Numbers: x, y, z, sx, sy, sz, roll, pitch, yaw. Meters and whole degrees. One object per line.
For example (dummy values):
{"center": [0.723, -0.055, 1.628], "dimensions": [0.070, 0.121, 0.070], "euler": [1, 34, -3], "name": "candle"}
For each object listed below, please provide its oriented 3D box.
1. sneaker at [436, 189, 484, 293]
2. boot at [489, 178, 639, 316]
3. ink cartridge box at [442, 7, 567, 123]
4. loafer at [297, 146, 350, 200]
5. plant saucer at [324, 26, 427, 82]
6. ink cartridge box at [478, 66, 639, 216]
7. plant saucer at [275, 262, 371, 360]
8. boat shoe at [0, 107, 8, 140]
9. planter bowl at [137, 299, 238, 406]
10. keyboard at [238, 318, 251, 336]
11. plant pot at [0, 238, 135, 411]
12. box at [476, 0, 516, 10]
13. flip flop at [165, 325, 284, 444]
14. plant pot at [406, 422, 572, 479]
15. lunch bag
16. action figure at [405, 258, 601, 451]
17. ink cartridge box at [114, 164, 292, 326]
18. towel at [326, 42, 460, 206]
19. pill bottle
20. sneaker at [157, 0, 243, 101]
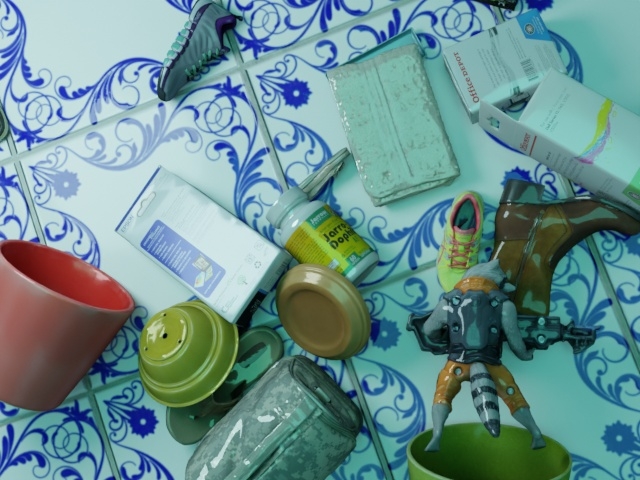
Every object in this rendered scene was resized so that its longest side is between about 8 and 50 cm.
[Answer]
{"center": [0.256, 0.005, 1.746], "dimensions": [0.082, 0.094, 0.208], "euler": [5, 87, 7], "name": "sneaker"}
{"center": [0.425, 0.049, 1.717], "dimensions": [0.264, 0.096, 0.280], "euler": [14, 87, 9], "name": "boot"}
{"center": [0.340, -0.322, 1.769], "dimensions": [0.191, 0.082, 0.139], "euler": [-23, 77, 7], "name": "ink cartridge box"}
{"center": [0.012, -0.127, 1.825], "dimensions": [0.125, 0.045, 0.039], "euler": [-39, 97, 10], "name": "loafer"}
{"center": [0.107, -0.338, 1.841], "dimensions": [0.192, 0.018, 0.067], "euler": [-27, 81, 4], "name": "plant saucer"}
{"center": [0.459, -0.183, 1.676], "dimensions": [0.354, 0.207, 0.119], "euler": [32, 89, 10], "name": "ink cartridge box"}
{"center": [-0.003, 0.137, 1.741], "dimensions": [0.200, 0.037, 0.199], "euler": [17, 125, 26], "name": "plant saucer"}
{"center": [-0.722, -0.292, 1.930], "dimensions": [0.080, 0.073, 0.223], "euler": [-38, 80, 3], "name": "boat shoe"}
{"center": [-0.267, 0.191, 1.763], "dimensions": [0.217, 0.090, 0.217], "euler": [-12, 57, 20], "name": "planter bowl"}
{"center": [-0.183, 0.148, 1.834], "dimensions": [0.108, 0.023, 0.180], "euler": [21, 89, 10], "name": "keyboard"}
{"center": [-0.523, 0.165, 1.777], "dimensions": [0.275, 0.275, 0.243], "euler": [30, 99, 10], "name": "plant pot"}
{"center": [0.334, -0.476, 1.797], "dimensions": [0.083, 0.062, 0.052], "euler": [17, 88, 10], "name": "box"}
{"center": [-0.181, 0.270, 1.782], "dimensions": [0.277, 0.080, 0.112], "euler": [-41, 98, -1], "name": "flip flop"}
{"center": [0.281, 0.499, 1.630], "dimensions": [0.275, 0.275, 0.293], "euler": [2, 101, 9], "name": "plant pot"}
{"center": [-0.087, 0.365, 1.680], "dimensions": [0.305, 0.256, 0.212], "euler": [-45, 80, 3], "name": "lunch bag"}
{"center": [0.315, 0.186, 1.626], "dimensions": [0.342, 0.178, 0.330], "euler": [-6, 67, 8], "name": "action figure"}
{"center": [-0.226, 0.006, 1.808], "dimensions": [0.333, 0.065, 0.165], "euler": [36, 91, 25], "name": "ink cartridge box"}
{"center": [0.139, -0.217, 1.803], "dimensions": [0.187, 0.049, 0.282], "euler": [-17, 87, 5], "name": "towel"}
{"center": [0.000, 0.000, 1.772], "dimensions": [0.117, 0.117, 0.208], "euler": [-45, 80, 2], "name": "pill bottle"}
{"center": [-0.238, -0.363, 1.864], "dimensions": [0.098, 0.083, 0.223], "euler": [25, 88, 5], "name": "sneaker"}
